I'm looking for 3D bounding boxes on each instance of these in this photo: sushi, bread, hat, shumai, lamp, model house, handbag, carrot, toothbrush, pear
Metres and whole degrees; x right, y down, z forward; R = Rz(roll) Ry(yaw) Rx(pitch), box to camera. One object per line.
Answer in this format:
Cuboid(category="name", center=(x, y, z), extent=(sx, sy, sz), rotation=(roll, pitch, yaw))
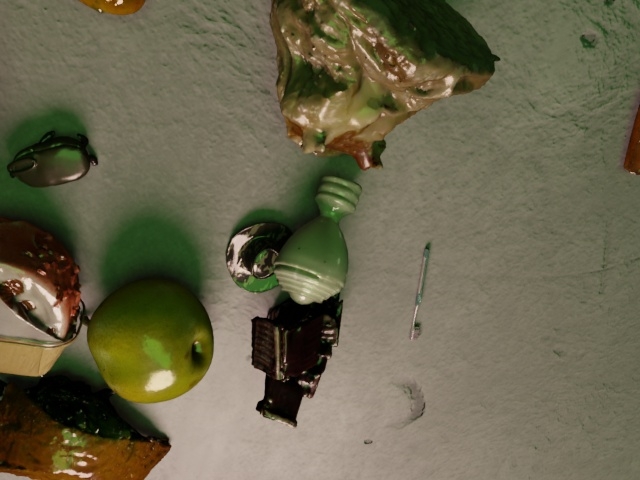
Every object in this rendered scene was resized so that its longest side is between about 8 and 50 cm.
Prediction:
Cuboid(category="sushi", center=(-0.354, 0.288, 0.887), extent=(0.287, 0.140, 0.149), rotation=(19, 141, -17))
Cuboid(category="bread", center=(-0.432, 0.074, 0.799), extent=(0.224, 0.142, 0.212), rotation=(12, 120, -16))
Cuboid(category="hat", center=(-0.086, 0.031, 0.896), extent=(0.121, 0.050, 0.121), rotation=(-4, 112, -10))
Cuboid(category="shumai", center=(0.027, -0.231, 0.780), extent=(0.314, 0.267, 0.262), rotation=(42, 125, -2))
Cuboid(category="lamp", center=(0.000, 0.000, 0.861), extent=(0.106, 0.106, 0.193), rotation=(23, 75, -18))
Cuboid(category="model house", center=(-0.034, 0.181, 0.899), extent=(0.141, 0.164, 0.203), rotation=(0, 110, -6))
Cuboid(category="handbag", center=(-0.361, -0.105, 0.794), extent=(0.111, 0.047, 0.072), rotation=(-17, 116, -6))
Cuboid(category="carrot", center=(0.528, -0.187, 0.955), extent=(0.055, 0.055, 0.162), rotation=(6, 114, -14))
Cuboid(category="toothbrush", center=(0.166, 0.091, 0.990), extent=(0.014, 0.011, 0.167), rotation=(0, 108, -17))
Cuboid(category="pear", center=(-0.259, 0.143, 0.851), extent=(0.216, 0.166, 0.180), rotation=(0, 124, 20))

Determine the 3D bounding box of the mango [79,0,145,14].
Cuboid(category="mango", center=(-0.292, -0.364, 0.692), extent=(0.147, 0.109, 0.227), rotation=(-43, 113, -22))
